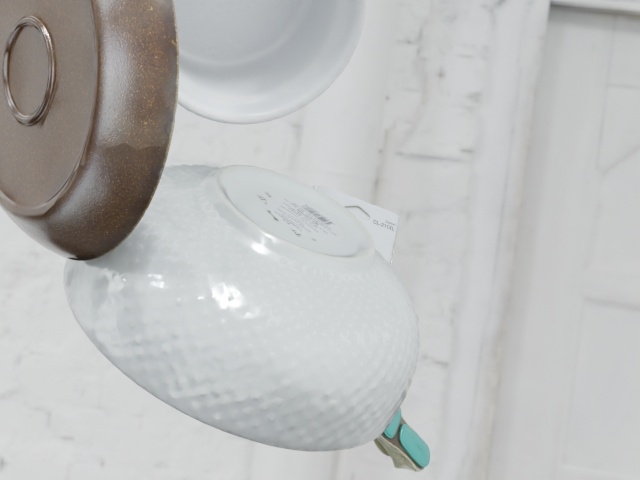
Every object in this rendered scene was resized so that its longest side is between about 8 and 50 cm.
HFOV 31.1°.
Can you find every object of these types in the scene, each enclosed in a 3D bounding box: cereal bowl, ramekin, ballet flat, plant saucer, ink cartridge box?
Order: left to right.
[{"bbox_3d":[-0.220,-0.137,0.939,0.050,0.310,0.311,-2,5,-41],"label":"plant saucer"},{"bbox_3d":[-0.096,-0.292,1.386,0.277,0.277,0.135,8,28,-27],"label":"ramekin"},{"bbox_3d":[-0.053,0.030,1.049,0.339,0.141,0.339,23,22,-10],"label":"cereal bowl"},{"bbox_3d":[0.000,0.000,1.470,0.128,0.072,0.175,20,-20,-22],"label":"ink cartridge box"},{"bbox_3d":[0.074,0.222,1.360,0.052,0.057,0.168,-8,-49,32],"label":"ballet flat"}]
